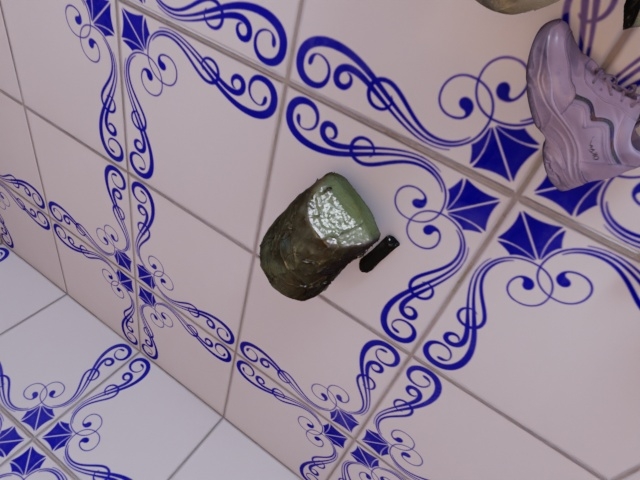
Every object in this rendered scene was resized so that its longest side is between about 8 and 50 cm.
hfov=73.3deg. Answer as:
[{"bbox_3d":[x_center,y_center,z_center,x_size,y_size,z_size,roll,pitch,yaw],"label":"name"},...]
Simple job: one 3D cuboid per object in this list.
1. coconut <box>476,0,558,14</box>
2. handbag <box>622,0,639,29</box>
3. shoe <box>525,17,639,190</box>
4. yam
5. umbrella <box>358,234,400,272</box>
[{"bbox_3d":[0.238,-0.357,0.518,0.161,0.161,0.162,31,94,15],"label":"coconut"},{"bbox_3d":[0.400,-0.327,0.391,0.315,0.109,0.241,-1,120,4],"label":"handbag"},{"bbox_3d":[0.374,-0.189,0.596,0.137,0.095,0.245,-8,117,36],"label":"shoe"},{"bbox_3d":[-0.004,0.000,0.929,0.202,0.201,0.271,47,128,-1],"label":"yam"},{"bbox_3d":[0.126,0.031,0.960,0.133,0.031,0.036,-49,60,45],"label":"umbrella"}]
